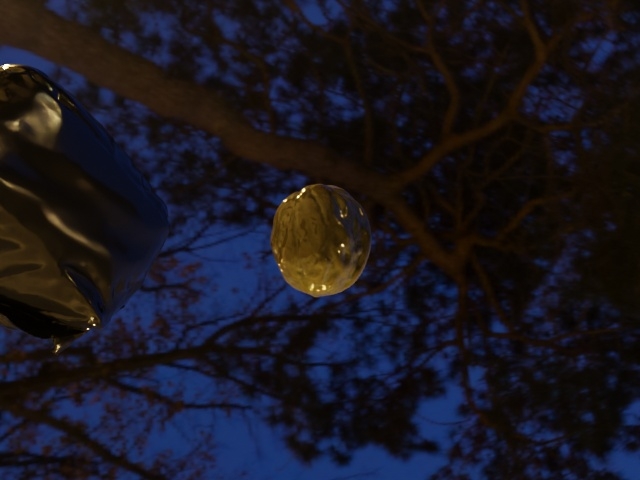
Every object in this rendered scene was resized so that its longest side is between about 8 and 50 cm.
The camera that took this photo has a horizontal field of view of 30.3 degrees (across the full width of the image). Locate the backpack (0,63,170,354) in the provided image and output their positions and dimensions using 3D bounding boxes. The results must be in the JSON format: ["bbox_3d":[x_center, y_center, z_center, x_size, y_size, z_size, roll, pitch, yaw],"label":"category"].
[{"bbox_3d":[-0.423,-0.024,1.398,0.445,0.363,0.255,-7,-137,45],"label":"backpack"}]

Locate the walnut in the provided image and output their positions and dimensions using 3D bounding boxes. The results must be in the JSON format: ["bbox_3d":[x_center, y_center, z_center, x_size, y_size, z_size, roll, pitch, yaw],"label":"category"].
[{"bbox_3d":[0.000,0.000,0.931,0.092,0.092,0.092,-1,-92,30],"label":"walnut"}]
